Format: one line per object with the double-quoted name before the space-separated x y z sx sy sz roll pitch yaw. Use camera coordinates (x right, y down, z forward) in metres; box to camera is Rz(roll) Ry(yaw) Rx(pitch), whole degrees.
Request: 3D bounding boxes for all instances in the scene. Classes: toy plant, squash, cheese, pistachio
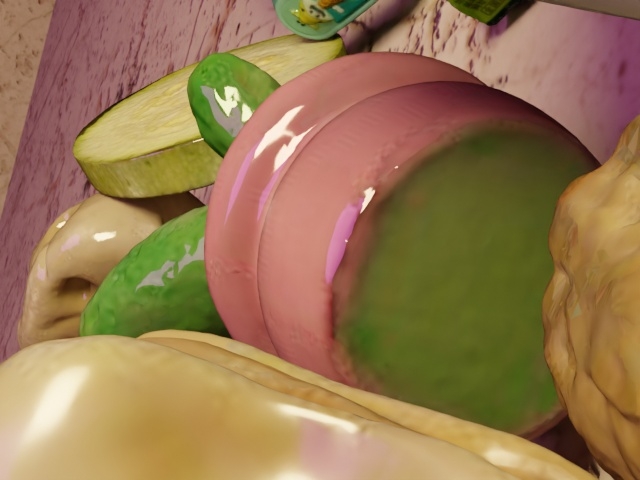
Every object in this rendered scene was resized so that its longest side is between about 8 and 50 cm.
"toy plant" 0.004 0.004 0.744 0.317 0.210 0.356 -40 28 -8
"squash" -0.093 -0.107 1.066 0.049 0.252 0.252 68 169 -23
"cheese" -0.164 0.050 1.101 0.117 0.218 0.235 -91 -14 -45
"pistachio" -0.010 0.225 0.470 0.445 0.281 0.365 44 108 17

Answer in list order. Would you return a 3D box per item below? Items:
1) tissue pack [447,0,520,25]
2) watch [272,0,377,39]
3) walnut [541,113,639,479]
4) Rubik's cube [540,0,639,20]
"tissue pack" 0.158 -0.279 0.818 0.235 0.073 0.173 -43 38 48
"watch" 0.041 -0.272 1.047 0.237 0.068 0.195 -30 33 56
"walnut" 0.179 0.028 0.423 0.245 0.198 0.198 -118 49 -71
"Rubik's cube" 0.111 -0.315 0.434 0.352 0.347 0.351 99 -170 -51
